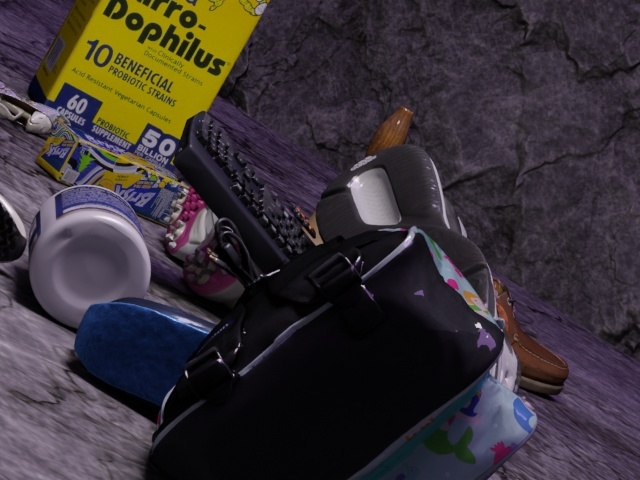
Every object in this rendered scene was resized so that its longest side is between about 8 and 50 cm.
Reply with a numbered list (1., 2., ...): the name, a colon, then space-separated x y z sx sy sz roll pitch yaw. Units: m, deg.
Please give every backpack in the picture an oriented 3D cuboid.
1. backpack: 0.009 0.097 1.241 0.191 0.225 0.253 51 -2 -10

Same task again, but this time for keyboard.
1. keyboard: -0.033 0.024 1.866 0.317 0.033 0.201 50 23 -21

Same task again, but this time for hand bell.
1. hand bell: 0.046 -0.062 2.470 0.126 0.242 0.126 30 7 -4

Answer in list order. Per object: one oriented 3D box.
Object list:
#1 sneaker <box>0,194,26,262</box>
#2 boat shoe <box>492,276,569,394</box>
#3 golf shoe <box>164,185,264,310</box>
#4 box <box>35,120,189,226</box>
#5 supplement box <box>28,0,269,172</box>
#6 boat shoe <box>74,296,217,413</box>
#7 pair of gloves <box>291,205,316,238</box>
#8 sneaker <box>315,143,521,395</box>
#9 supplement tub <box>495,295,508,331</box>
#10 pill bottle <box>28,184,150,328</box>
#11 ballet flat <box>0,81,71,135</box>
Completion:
1. sneaker: -0.293 -0.035 1.598 0.161 0.057 0.075 29 12 17
2. boat shoe: 0.213 0.102 2.557 0.307 0.104 0.111 27 7 -24
3. golf shoe: -0.079 0.010 2.037 0.140 0.115 0.306 37 13 -22
4. box: -0.228 -0.072 2.173 0.169 0.054 0.059 25 9 -42
5. supplement box: -0.209 -0.289 2.565 0.194 0.356 0.195 27 7 -18
6. boat shoe: -0.048 0.105 1.421 0.258 0.109 0.089 33 3 5
7. pair of gloves: 0.000 0.000 1.952 0.083 0.010 0.074 52 0 14
8. sneaker: 0.127 0.118 1.805 0.257 0.169 0.447 55 16 -30
9. supplement tub: 0.137 0.075 2.380 0.117 0.117 0.190 25 8 -38
10. pill bottle: -0.188 0.007 1.582 0.094 0.094 0.169 29 7 -14
11. ballet flat: -0.350 -0.148 2.318 0.114 0.041 0.041 28 7 -12
